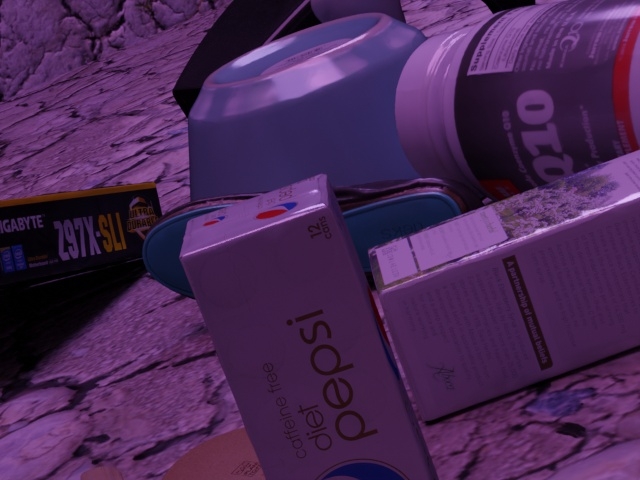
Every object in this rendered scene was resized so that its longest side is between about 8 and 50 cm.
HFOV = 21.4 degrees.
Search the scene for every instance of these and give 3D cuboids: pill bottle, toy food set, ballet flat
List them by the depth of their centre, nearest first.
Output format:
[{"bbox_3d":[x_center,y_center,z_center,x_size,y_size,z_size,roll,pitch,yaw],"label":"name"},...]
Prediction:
[{"bbox_3d":[-0.038,0.148,0.993,0.192,0.038,0.132,-17,22,-7],"label":"toy food set"},{"bbox_3d":[0.197,-0.104,1.299,0.161,0.161,0.283,-31,18,-33],"label":"pill bottle"},{"bbox_3d":[0.000,0.000,1.353,0.280,0.095,0.096,-4,10,18],"label":"ballet flat"}]

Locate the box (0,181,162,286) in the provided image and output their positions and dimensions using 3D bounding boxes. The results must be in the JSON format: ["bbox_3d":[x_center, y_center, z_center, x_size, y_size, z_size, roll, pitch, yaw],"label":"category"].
[{"bbox_3d":[-0.324,0.017,1.558,0.257,0.079,0.322,-12,0,23],"label":"box"}]

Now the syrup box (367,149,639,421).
[{"bbox_3d":[0.156,0.019,1.053,0.237,0.096,0.093,-19,17,3],"label":"syrup box"}]

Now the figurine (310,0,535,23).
[{"bbox_3d":[0.122,-0.200,1.655,0.215,0.209,0.092,-18,34,11],"label":"figurine"}]

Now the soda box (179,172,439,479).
[{"bbox_3d":[0.006,0.084,0.795,0.074,0.216,0.069,-19,14,4],"label":"soda box"}]

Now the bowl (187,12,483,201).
[{"bbox_3d":[0.003,-0.099,1.532,0.312,0.163,0.311,-20,15,6],"label":"bowl"}]

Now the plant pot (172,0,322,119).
[{"bbox_3d":[-0.038,-0.153,1.766,0.167,0.188,0.187,-43,24,-24],"label":"plant pot"}]
